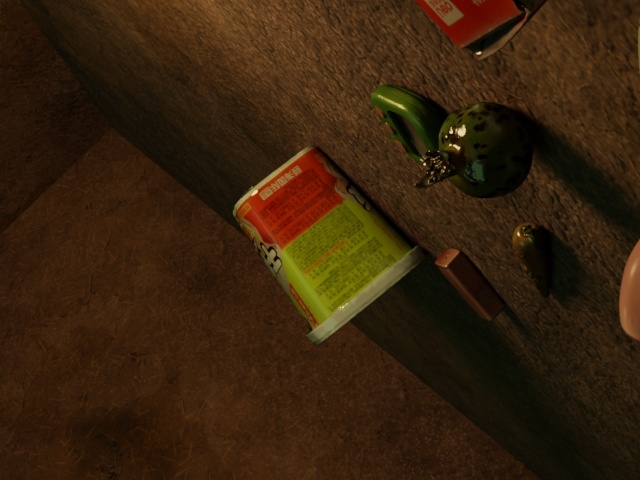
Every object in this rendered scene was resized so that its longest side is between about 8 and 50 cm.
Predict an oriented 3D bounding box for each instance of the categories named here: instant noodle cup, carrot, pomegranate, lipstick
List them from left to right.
[{"bbox_3d":[0.000,0.000,2.174,0.308,0.294,0.294,51,169,3],"label":"instant noodle cup"},{"bbox_3d":[0.266,0.077,2.006,0.145,0.045,0.045,48,167,-24],"label":"lipstick"},{"bbox_3d":[0.183,-0.103,1.364,0.122,0.161,0.122,43,144,42],"label":"pomegranate"},{"bbox_3d":[0.321,0.037,1.680,0.049,0.049,0.254,38,172,29],"label":"carrot"}]

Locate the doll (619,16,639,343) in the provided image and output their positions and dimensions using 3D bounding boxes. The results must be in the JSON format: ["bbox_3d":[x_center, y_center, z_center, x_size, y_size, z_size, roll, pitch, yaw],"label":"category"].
[{"bbox_3d":[0.325,-0.065,0.804,0.284,0.216,0.268,26,131,53],"label":"doll"}]

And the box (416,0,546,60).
[{"bbox_3d":[0.160,-0.238,0.851,0.099,0.182,0.133,45,166,-6],"label":"box"}]

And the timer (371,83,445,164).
[{"bbox_3d":[0.135,-0.159,1.593,0.128,0.047,0.140,34,165,49],"label":"timer"}]
